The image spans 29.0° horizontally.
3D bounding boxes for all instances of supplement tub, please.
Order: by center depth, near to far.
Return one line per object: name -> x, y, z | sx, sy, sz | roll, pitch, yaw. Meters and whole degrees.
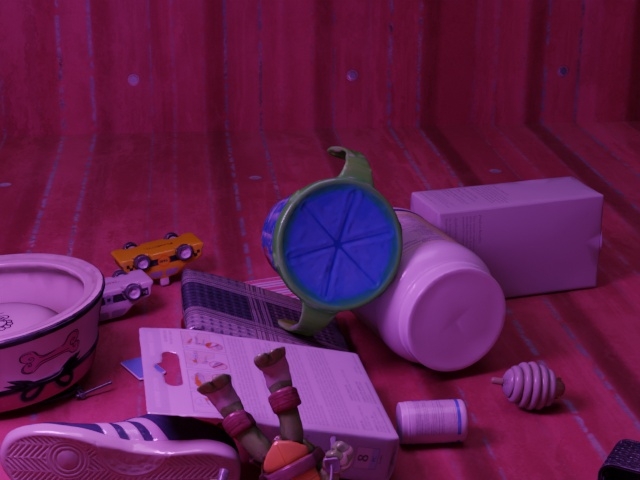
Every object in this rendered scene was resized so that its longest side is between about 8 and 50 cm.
supplement tub -> 0.179, 0.292, 1.993 | 0.107, 0.071, 0.071 | -1, 20, -6
supplement tub -> 0.179, 0.089, 2.310 | 0.235, 0.235, 0.325 | -8, 22, -21

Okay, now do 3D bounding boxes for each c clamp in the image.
c clamp -> -0.465, 0.250, 2.177 | 0.137, 0.022, 0.161 | -21, 30, -34

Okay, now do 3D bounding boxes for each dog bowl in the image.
dog bowl -> -0.574, 0.165, 2.175 | 0.408, 0.150, 0.408 | -4, 21, 2

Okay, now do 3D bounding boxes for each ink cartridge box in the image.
ink cartridge box -> -0.096, 0.255, 1.958 | 0.385, 0.091, 0.308 | 8, 19, -14

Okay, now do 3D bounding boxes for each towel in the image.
towel -> -0.102, 0.160, 2.276 | 0.324, 0.056, 0.312 | 16, 15, -14
towel -> -0.091, 0.119, 2.533 | 0.144, 0.029, 0.197 | -7, 19, -19

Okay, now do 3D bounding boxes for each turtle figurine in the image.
turtle figurine -> -0.066, 0.293, 1.685 | 0.275, 0.266, 0.198 | -13, -17, -49

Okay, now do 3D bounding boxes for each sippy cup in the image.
sippy cup -> 0.000, 0.000, 2.222 | 0.305, 0.240, 0.224 | -40, 16, -12

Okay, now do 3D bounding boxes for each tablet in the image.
tablet -> -0.322, 0.231, 2.245 | 0.054, 0.006, 0.083 | -13, 23, -31

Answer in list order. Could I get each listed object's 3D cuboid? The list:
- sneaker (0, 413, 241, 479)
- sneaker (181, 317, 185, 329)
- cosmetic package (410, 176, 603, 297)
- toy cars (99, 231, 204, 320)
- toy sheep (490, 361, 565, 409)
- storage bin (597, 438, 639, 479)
sneaker -> -0.295, 0.314, 1.852 | 0.350, 0.131, 0.148 | 8, 21, -8
sneaker -> -0.169, 0.183, 2.268 | 0.128, 0.087, 0.221 | -9, 23, -21
cosmetic package -> 0.389, -0.001, 2.600 | 0.385, 0.217, 0.156 | -5, 21, -19
toy cars -> -0.384, 0.085, 2.543 | 0.177, 0.087, 0.394 | 4, 23, 24
toy sheep -> 0.353, 0.247, 2.103 | 0.132, 0.091, 0.091 | 3, 19, -8
storage bin -> 0.482, 0.364, 1.724 | 0.180, 0.122, 0.084 | 11, 22, 26
